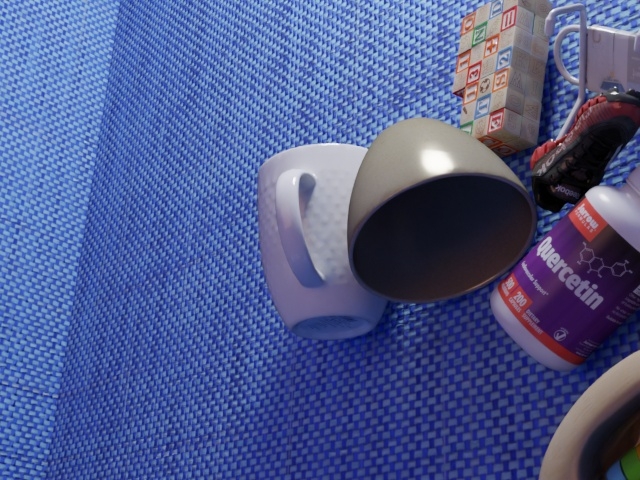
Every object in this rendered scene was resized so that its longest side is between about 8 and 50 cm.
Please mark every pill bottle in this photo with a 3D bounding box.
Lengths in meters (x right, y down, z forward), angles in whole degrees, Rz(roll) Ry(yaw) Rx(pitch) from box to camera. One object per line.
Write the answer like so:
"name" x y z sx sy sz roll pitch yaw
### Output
"pill bottle" 0.430 0.041 1.562 0.323 0.182 0.181 -50 41 18

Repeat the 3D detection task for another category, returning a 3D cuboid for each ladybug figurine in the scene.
"ladybug figurine" 0.487 0.309 1.353 0.449 0.162 0.305 -46 54 27

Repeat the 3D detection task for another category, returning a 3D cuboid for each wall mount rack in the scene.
"wall mount rack" 0.487 -0.235 1.699 0.350 0.131 0.304 29 132 52

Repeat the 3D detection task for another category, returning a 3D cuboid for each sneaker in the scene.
"sneaker" 0.423 -0.133 1.597 0.276 0.098 0.135 130 161 -57

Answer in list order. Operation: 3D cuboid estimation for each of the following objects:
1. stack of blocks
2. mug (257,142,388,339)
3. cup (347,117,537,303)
"stack of blocks" 0.337 -0.307 1.895 0.171 0.087 0.297 -20 56 57
"mug" 0.000 0.000 1.922 0.276 0.374 0.328 -10 67 17
"cup" 0.188 -0.080 1.783 0.331 0.331 0.237 -41 43 27
